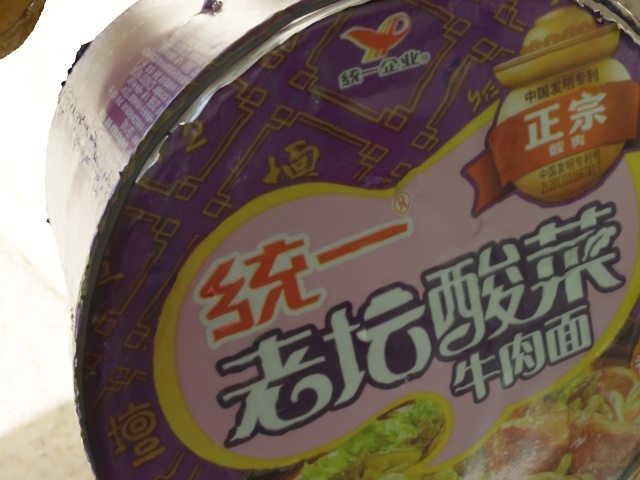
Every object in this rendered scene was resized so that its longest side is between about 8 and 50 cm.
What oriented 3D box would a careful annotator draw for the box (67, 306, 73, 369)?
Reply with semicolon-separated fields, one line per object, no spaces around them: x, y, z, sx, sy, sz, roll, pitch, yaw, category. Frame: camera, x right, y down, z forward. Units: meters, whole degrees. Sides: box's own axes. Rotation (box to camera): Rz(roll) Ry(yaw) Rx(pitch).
-0.092;-0.040;1.145;0.178;0.328;0.252;18;35;-19;box

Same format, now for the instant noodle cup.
0.000;0.000;0.701;0.340;0.340;0.266;-25;27;-16;instant noodle cup

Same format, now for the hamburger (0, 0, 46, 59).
-0.216;-0.168;0.715;0.138;0.083;0.147;15;78;0;hamburger
